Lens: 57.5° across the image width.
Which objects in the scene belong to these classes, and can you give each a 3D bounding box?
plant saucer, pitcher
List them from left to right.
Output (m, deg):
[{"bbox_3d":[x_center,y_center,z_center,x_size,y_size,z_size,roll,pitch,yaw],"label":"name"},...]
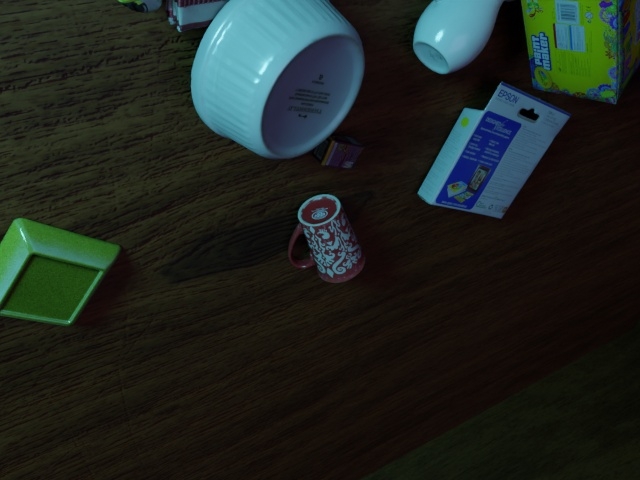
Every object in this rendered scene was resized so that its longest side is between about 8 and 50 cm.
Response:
[{"bbox_3d":[-0.455,0.071,0.978,0.188,0.045,0.188,22,110,-46],"label":"plant saucer"},{"bbox_3d":[0.246,-0.421,1.038,0.207,0.125,0.178,-51,125,-4],"label":"pitcher"}]

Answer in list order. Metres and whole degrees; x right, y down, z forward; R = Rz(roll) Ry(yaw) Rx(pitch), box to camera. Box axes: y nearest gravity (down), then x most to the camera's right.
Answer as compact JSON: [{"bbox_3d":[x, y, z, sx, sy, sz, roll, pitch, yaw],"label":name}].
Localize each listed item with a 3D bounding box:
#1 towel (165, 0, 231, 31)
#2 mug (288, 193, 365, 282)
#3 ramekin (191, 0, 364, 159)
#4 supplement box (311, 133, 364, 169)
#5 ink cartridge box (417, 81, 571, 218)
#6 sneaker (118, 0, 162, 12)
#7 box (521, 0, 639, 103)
[{"bbox_3d":[-0.082,-0.438,0.740,0.237,0.037,0.329,-31,154,-40],"label":"towel"},{"bbox_3d":[0.007,0.004,1.225,0.150,0.113,0.169,-34,135,-11],"label":"mug"},{"bbox_3d":[-0.050,-0.248,0.892,0.273,0.127,0.273,-37,153,-22],"label":"ramekin"},{"bbox_3d":[0.034,-0.175,1.137,0.083,0.043,0.055,4,122,-38],"label":"supplement box"},{"bbox_3d":[0.411,-0.207,1.382,0.303,0.072,0.307,7,118,-40],"label":"ink cartridge box"},{"bbox_3d":[-0.214,-0.440,0.627,0.147,0.145,0.385,-15,135,-12],"label":"sneaker"},{"bbox_3d":[0.530,-0.470,1.095,0.279,0.177,0.290,-53,141,-16],"label":"box"}]
